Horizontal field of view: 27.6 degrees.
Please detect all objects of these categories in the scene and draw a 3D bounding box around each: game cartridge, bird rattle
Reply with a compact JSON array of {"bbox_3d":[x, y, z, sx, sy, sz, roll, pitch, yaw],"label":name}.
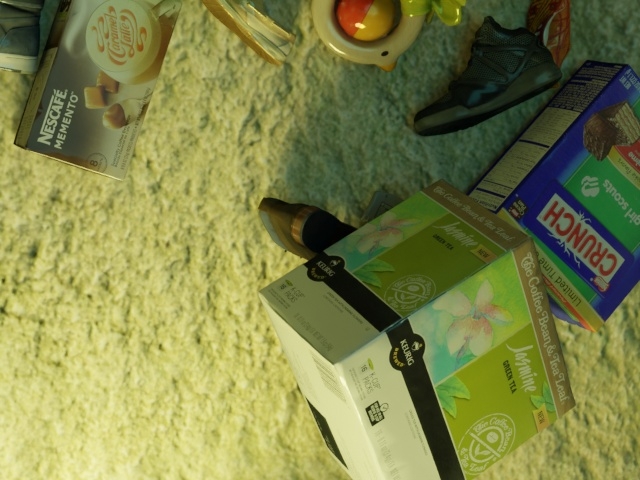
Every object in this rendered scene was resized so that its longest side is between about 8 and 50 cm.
[{"bbox_3d":[0.106,-0.038,1.924,0.083,0.017,0.056,29,90,-23],"label":"game cartridge"},{"bbox_3d":[0.072,-0.348,1.810,0.253,0.143,0.207,22,105,-20],"label":"bird rattle"}]

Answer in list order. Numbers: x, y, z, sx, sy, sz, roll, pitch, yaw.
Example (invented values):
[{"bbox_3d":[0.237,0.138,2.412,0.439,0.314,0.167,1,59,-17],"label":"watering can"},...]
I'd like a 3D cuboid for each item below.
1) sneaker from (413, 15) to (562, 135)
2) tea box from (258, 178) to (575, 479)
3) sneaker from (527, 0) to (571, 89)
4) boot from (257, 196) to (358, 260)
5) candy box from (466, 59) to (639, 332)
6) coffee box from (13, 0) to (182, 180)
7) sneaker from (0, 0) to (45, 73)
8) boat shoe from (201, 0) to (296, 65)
[{"bbox_3d":[0.226,-0.242,1.910,0.227,0.087,0.130,-27,80,4],"label":"sneaker"},{"bbox_3d":[0.141,0.153,1.810,0.323,0.220,0.329,-33,127,-15],"label":"tea box"},{"bbox_3d":[0.349,-0.314,1.964,0.067,0.064,0.175,5,103,-38],"label":"sneaker"},{"bbox_3d":[0.000,0.000,1.863,0.082,0.106,0.219,-56,141,-10],"label":"boot"},{"bbox_3d":[0.411,-0.069,1.982,0.317,0.122,0.268,-48,113,-8],"label":"candy box"},{"bbox_3d":[-0.291,-0.216,1.692,0.141,0.098,0.247,19,90,-24],"label":"coffee box"},{"bbox_3d":[-0.451,-0.304,1.615,0.226,0.086,0.163,4,107,-32],"label":"sneaker"},{"bbox_3d":[-0.101,-0.312,1.779,0.170,0.063,0.059,42,79,-31],"label":"boat shoe"}]
